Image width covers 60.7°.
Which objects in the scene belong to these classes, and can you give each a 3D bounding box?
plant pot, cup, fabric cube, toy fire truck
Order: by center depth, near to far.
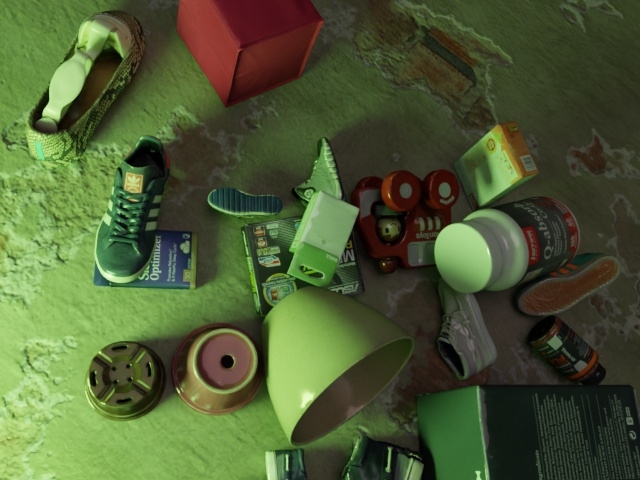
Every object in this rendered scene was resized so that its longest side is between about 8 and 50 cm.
[{"bbox_3d":[-0.397,0.276,1.104,0.166,0.165,0.167,5,70,-14],"label":"plant pot"},{"bbox_3d":[-0.211,0.263,1.157,0.201,0.180,0.201,5,69,-15],"label":"plant pot"},{"bbox_3d":[0.002,0.239,1.184,0.331,0.331,0.237,-30,60,-24],"label":"cup"},{"bbox_3d":[-0.188,-0.550,1.404,0.254,0.259,0.258,-28,82,-24],"label":"fabric cube"},{"bbox_3d":[0.220,-0.046,1.406,0.302,0.169,0.254,-5,92,-28],"label":"toy fire truck"}]

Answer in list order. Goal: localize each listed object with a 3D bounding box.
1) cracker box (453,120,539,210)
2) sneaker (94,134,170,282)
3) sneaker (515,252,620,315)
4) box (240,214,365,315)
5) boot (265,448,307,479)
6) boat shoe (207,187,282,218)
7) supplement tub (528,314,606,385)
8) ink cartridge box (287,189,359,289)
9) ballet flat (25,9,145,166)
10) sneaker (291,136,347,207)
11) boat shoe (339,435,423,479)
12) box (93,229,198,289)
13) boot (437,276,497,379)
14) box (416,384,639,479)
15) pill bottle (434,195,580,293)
[{"bbox_3d":[0.473,-0.197,1.496,0.067,0.232,0.156,-14,76,-22],"label":"cracker box"},{"bbox_3d":[-0.413,-0.084,1.202,0.131,0.148,0.350,9,58,-13],"label":"sneaker"},{"bbox_3d":[0.670,0.119,1.528,0.302,0.121,0.108,-22,101,-4],"label":"sneaker"},{"bbox_3d":[-0.040,0.048,1.323,0.270,0.060,0.216,-10,89,-20],"label":"box"},{"bbox_3d":[-0.067,0.543,1.163,0.086,0.069,0.190,-2,71,-12],"label":"boot"},{"bbox_3d":[-0.189,-0.082,1.345,0.183,0.066,0.066,9,71,-20],"label":"boat shoe"},{"bbox_3d":[0.657,0.298,1.449,0.198,0.106,0.106,42,65,1],"label":"supplement tub"},{"bbox_3d":[0.000,0.000,1.275,0.109,0.062,0.209,24,79,-17],"label":"ink cartridge box"},{"bbox_3d":[-0.541,-0.400,1.286,0.164,0.182,0.483,21,67,-8],"label":"ballet flat"},{"bbox_3d":[-0.018,-0.167,1.423,0.132,0.086,0.229,-17,55,6],"label":"sneaker"},{"bbox_3d":[0.095,0.594,1.179,0.158,0.127,0.341,26,58,0],"label":"boat shoe"},{"bbox_3d":[-0.399,0.042,1.257,0.225,0.036,0.137,3,71,-15],"label":"box"},{"bbox_3d":[0.343,0.218,1.386,0.123,0.095,0.258,-21,80,-29],"label":"boot"},{"bbox_3d":[0.460,0.444,1.236,0.395,0.293,0.212,4,70,-16],"label":"box"},{"bbox_3d":[0.477,0.012,1.397,0.362,0.210,0.210,-13,75,-35],"label":"pill bottle"}]
